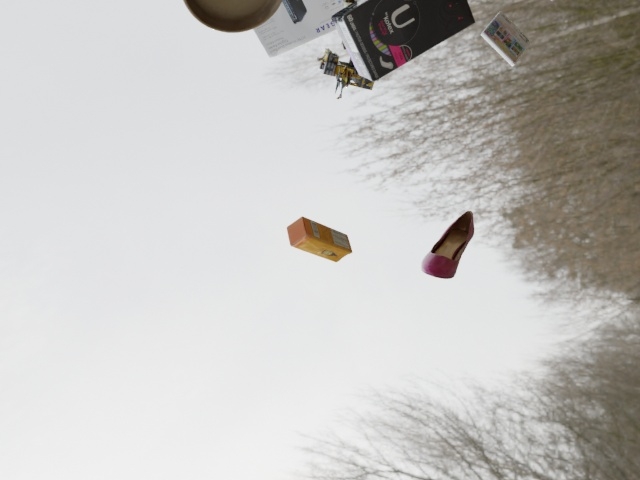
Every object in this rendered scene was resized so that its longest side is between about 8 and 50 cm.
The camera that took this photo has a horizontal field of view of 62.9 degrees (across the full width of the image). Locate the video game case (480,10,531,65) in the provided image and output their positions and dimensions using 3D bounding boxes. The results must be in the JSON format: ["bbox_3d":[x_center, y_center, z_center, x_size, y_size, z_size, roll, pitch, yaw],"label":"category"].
[{"bbox_3d":[0.642,-0.698,1.807,0.157,0.019,0.143,42,-115,-6],"label":"video game case"}]

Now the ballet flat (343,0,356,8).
[{"bbox_3d":[0.122,-0.622,1.417,0.316,0.106,0.108,-110,22,-47],"label":"ballet flat"}]

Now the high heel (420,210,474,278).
[{"bbox_3d":[0.447,0.008,1.821,0.377,0.127,0.182,-33,-41,-62],"label":"high heel"}]

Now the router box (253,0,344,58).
[{"bbox_3d":[-0.088,-0.781,1.651,0.301,0.335,0.082,55,-147,-35],"label":"router box"}]

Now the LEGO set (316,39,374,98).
[{"bbox_3d":[0.100,-0.697,1.951,0.331,0.191,0.255,-102,25,-50],"label":"LEGO set"}]

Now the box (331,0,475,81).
[{"bbox_3d":[0.186,-0.511,1.210,0.165,0.270,0.143,58,-177,-25],"label":"box"}]

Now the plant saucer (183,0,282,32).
[{"bbox_3d":[-0.227,-0.672,1.363,0.277,0.277,0.041,29,-143,-50],"label":"plant saucer"}]

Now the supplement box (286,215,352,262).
[{"bbox_3d":[0.000,0.000,1.694,0.233,0.078,0.080,23,-137,-45],"label":"supplement box"}]
